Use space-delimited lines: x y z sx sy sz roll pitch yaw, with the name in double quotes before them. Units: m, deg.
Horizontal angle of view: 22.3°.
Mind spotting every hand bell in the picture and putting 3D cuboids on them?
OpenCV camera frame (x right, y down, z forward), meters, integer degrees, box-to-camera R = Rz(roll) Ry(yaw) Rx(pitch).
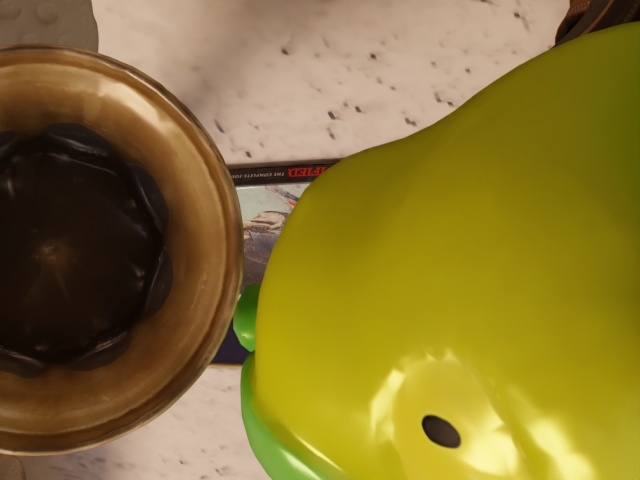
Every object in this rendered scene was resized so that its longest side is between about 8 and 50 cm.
"hand bell" -0.095 0.005 0.612 0.126 0.126 0.242 17 178 -4

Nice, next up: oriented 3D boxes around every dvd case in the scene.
"dvd case" 0.000 0.000 0.692 0.119 0.013 0.087 -3 139 19

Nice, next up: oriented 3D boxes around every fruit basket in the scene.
"fruit basket" 0.157 0.022 0.423 0.392 0.283 0.392 -7 123 -11

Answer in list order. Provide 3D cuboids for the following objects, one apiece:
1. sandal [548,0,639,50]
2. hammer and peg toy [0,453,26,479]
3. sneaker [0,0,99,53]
"sandal" 0.112 -0.074 0.536 0.090 0.060 0.219 16 128 -13
"hammer and peg toy" -0.279 0.123 0.841 0.266 0.127 0.361 12 141 4
"sneaker" -0.193 -0.098 0.585 0.235 0.090 0.095 21 155 -4
